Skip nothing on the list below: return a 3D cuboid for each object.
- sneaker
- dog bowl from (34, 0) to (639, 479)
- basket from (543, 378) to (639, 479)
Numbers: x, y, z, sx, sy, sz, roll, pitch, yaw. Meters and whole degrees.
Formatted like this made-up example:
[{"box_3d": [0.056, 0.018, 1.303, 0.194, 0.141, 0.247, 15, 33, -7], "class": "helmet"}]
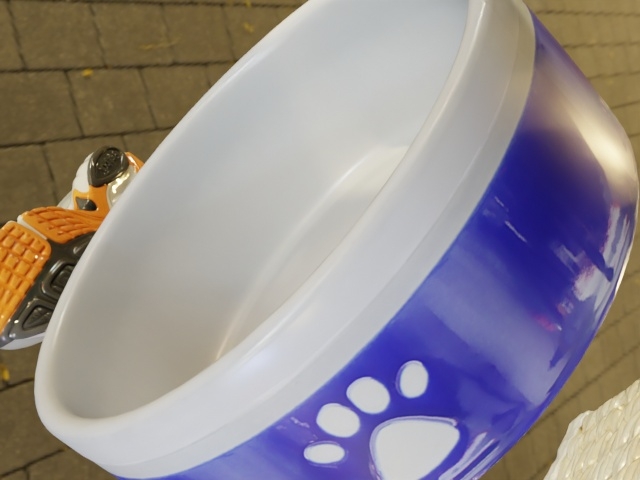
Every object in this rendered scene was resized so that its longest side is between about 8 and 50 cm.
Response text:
[{"box_3d": [-0.210, 0.027, 0.837, 0.099, 0.121, 0.262, 37, 30, -4], "class": "sneaker"}, {"box_3d": [0.000, 0.000, 0.454, 0.104, 0.265, 0.265, 41, 48, -24], "class": "dog bowl"}, {"box_3d": [0.316, 0.293, 0.747, 0.328, 0.266, 0.331, 31, 58, 7], "class": "basket"}]
